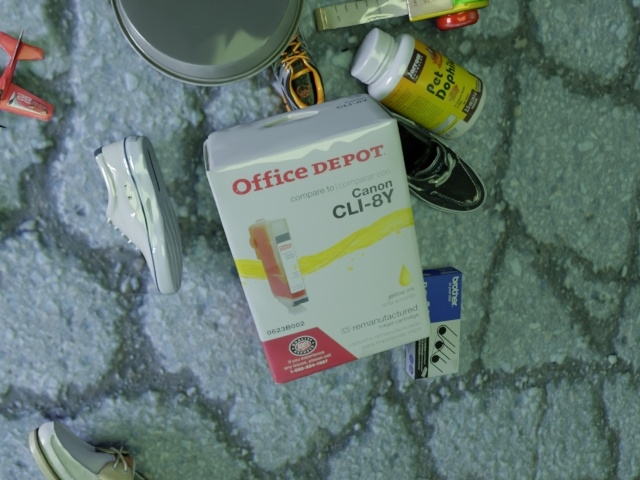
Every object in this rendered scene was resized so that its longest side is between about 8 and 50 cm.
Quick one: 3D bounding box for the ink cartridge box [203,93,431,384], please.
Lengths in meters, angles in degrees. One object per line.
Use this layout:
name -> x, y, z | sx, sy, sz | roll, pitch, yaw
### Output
ink cartridge box -> 0.000, 0.000, 0.948 | 0.278, 0.160, 0.385 | -16, 118, -4

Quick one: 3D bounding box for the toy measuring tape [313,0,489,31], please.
toy measuring tape -> 0.157, -0.395, 0.992 | 0.329, 0.121, 0.122 | -9, 107, 10

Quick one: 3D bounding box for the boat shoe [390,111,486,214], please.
boat shoe -> 0.185, -0.134, 1.043 | 0.301, 0.102, 0.108 | 34, 92, -20

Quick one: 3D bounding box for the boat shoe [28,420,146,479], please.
boat shoe -> -0.365, 0.402, 1.021 | 0.103, 0.113, 0.302 | -33, 120, -7

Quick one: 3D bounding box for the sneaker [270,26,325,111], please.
sneaker -> -0.046, -0.290, 0.951 | 0.084, 0.083, 0.215 | -31, 108, -5

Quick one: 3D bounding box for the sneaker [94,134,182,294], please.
sneaker -> -0.286, -0.035, 0.953 | 0.091, 0.094, 0.258 | -10, 102, 6

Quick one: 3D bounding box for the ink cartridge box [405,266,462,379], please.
ink cartridge box -> 0.217, 0.159, 1.154 | 0.097, 0.046, 0.207 | -6, 105, -15

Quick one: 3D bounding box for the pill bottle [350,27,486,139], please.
pill bottle -> 0.161, -0.263, 0.997 | 0.214, 0.117, 0.117 | 24, 96, -20

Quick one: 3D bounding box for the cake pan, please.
cake pan -> -0.167, -0.378, 0.874 | 0.292, 0.054, 0.294 | 0, 94, -4

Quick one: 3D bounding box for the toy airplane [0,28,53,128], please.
toy airplane -> -0.461, -0.239, 0.875 | 0.151, 0.028, 0.151 | -4, 105, -16
